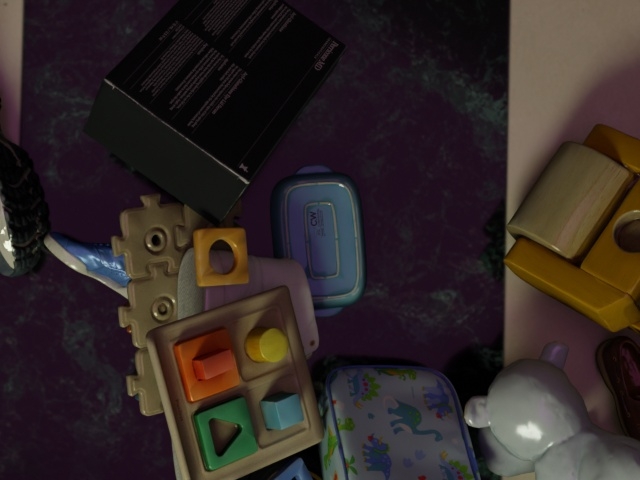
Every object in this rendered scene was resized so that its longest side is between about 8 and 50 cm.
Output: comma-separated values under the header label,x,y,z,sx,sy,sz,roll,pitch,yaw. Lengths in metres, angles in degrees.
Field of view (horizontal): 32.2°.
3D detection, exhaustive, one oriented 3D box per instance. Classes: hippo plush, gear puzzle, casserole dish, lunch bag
label,x,y,z,sx,sy,sz,roll,pitch,yaw
hippo plush,0.257,0.262,1.245,0.234,0.294,0.236,-39,67,-18
gear puzzle,-0.166,0.025,1.283,0.175,0.044,0.339,-10,99,-36
casserole dish,0.000,0.000,1.344,0.114,0.037,0.188,-4,89,-7
lunch bag,0.090,0.252,1.269,0.176,0.090,0.219,1,51,-17

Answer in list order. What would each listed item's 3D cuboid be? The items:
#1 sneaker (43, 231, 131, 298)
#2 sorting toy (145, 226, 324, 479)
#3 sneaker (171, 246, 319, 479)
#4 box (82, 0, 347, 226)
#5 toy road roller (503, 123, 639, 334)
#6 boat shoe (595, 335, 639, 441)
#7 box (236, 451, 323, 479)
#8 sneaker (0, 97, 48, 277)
label,x,y,z,sx,sy,sz,roll,pitch,yaw
sneaker,-0.242,0.010,1.305,0.152,0.058,0.084,32,91,-8
sorting toy,-0.079,0.154,1.173,0.196,0.047,0.347,-18,96,-39
sneaker,-0.076,0.158,1.263,0.169,0.108,0.292,4,89,-34
box,-0.112,-0.171,1.240,0.184,0.103,0.261,34,50,-2
toy road roller,0.408,0.035,1.333,0.329,0.240,0.202,32,85,33
boat shoe,0.396,0.199,1.354,0.064,0.060,0.178,-23,79,-10
box,0.051,0.434,1.228,0.395,0.097,0.318,26,47,-5
sneaker,-0.411,-0.085,1.282,0.122,0.110,0.283,-21,89,12
